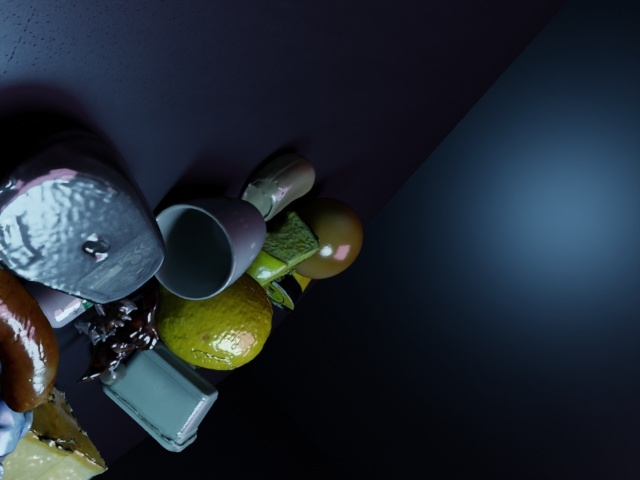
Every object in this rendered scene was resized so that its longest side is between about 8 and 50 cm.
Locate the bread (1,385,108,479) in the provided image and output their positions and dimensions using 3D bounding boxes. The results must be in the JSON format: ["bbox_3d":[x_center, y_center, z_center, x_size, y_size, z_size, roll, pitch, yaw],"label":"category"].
[{"bbox_3d":[-0.650,0.495,1.215,0.248,0.279,0.315,-37,-178,-2],"label":"bread"}]

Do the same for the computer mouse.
[{"bbox_3d":[-0.332,-0.025,0.746,0.203,0.114,0.374,-39,161,-12],"label":"computer mouse"}]

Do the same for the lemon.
[{"bbox_3d":[-0.258,0.175,1.336,0.258,0.310,0.258,-33,-141,32],"label":"lemon"}]

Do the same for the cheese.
[{"bbox_3d":[-0.090,-0.135,1.345,0.202,0.091,0.175,-35,168,-43],"label":"cheese"}]

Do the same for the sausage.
[{"bbox_3d":[-0.435,0.136,0.783,0.102,0.076,0.302,-15,135,-16],"label":"sausage"}]

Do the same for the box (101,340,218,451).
[{"bbox_3d":[-0.468,0.455,1.679,0.182,0.312,0.175,-52,171,2],"label":"box"}]

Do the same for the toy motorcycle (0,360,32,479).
[{"bbox_3d":[-0.567,0.334,0.935,0.319,0.241,0.182,-51,162,26],"label":"toy motorcycle"}]

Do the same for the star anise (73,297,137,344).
[{"bbox_3d":[-0.470,0.117,1.062,0.148,0.218,0.227,-17,129,9],"label":"star anise"}]

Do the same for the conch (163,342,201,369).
[{"bbox_3d":[-0.421,0.336,1.790,0.250,0.137,0.143,-47,-159,41],"label":"conch"}]

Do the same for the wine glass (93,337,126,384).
[{"bbox_3d":[-0.544,0.308,1.427,0.074,0.074,0.262,-39,168,-29],"label":"wine glass"}]

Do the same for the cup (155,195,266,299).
[{"bbox_3d":[-0.248,0.008,1.149,0.258,0.186,0.234,-17,-172,18],"label":"cup"}]

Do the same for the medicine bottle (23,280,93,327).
[{"bbox_3d":[-0.395,0.064,0.918,0.260,0.095,0.095,-38,169,-27],"label":"medicine bottle"}]

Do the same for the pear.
[{"bbox_3d":[-0.167,0.048,1.631,0.255,0.164,0.238,-30,174,-38],"label":"pear"}]

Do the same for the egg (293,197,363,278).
[{"bbox_3d":[0.000,0.000,1.816,0.250,0.250,0.322,-36,173,-41],"label":"egg"}]

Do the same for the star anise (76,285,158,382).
[{"bbox_3d":[-0.424,0.218,1.230,0.272,0.102,0.272,-45,-165,16],"label":"star anise"}]

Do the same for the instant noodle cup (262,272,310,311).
[{"bbox_3d":[-0.115,0.105,2.014,0.236,0.215,0.215,-50,174,-25],"label":"instant noodle cup"}]
